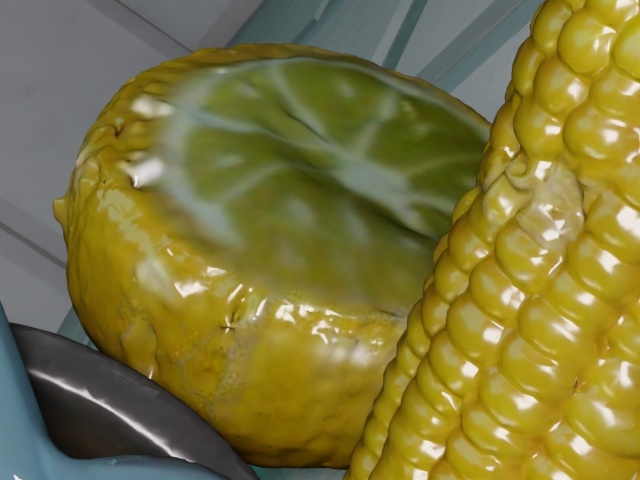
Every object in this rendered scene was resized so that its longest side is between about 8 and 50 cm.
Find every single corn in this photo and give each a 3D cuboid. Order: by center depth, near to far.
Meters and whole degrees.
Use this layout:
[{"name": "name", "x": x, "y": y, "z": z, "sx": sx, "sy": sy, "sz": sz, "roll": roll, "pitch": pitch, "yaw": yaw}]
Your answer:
[{"name": "corn", "x": 0.062, "y": 0.085, "z": 0.425, "sx": 0.120, "sy": 0.120, "sz": 0.363, "roll": -88, "pitch": 15, "yaw": -69}]

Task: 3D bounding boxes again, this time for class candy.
[{"name": "candy", "x": 0.000, "y": 0.000, "z": 0.752, "sx": 0.260, "sy": 0.260, "sz": 0.118, "roll": -73, "pitch": 1, "yaw": -56}]

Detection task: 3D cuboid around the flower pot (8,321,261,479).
[{"name": "flower pot", "x": -0.171, "y": 0.235, "z": 0.708, "sx": 0.379, "sy": 0.379, "sz": 0.251, "roll": -59, "pitch": -10, "yaw": -16}]

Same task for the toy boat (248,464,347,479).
[{"name": "toy boat", "x": 0.011, "y": 0.078, "z": 0.869, "sx": 0.199, "sy": 0.100, "sz": 0.290, "roll": -48, "pitch": 12, "yaw": 29}]

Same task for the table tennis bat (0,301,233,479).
[{"name": "table tennis bat", "x": -0.084, "y": 0.166, "z": 0.572, "sx": 0.215, "sy": 0.329, "sz": 0.044, "roll": -30, "pitch": -19, "yaw": 6}]
